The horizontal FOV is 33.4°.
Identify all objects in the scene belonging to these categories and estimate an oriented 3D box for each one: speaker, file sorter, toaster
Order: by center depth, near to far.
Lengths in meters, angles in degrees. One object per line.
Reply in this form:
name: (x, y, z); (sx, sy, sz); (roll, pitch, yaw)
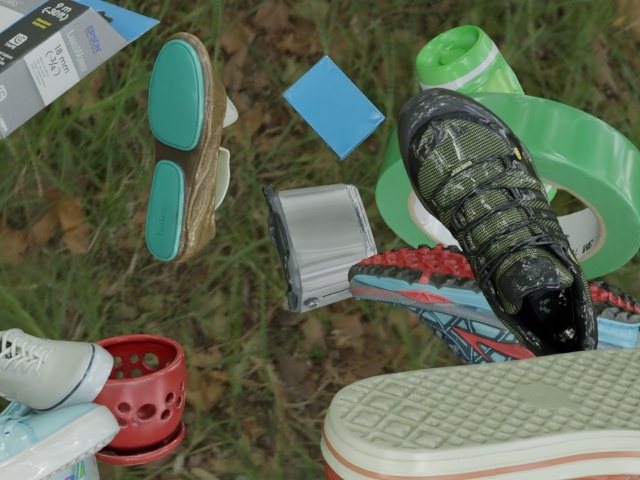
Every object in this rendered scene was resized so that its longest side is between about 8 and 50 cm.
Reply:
speaker: (0.255, -0.175, 1.617); (0.131, 0.131, 0.296); (-50, 124, -25)
toaster: (0.000, 0.000, 1.705); (0.147, 0.129, 0.226); (-10, 60, -11)
file sorter: (0.026, -0.259, 2.135); (0.118, 0.104, 0.170); (-43, 86, -3)

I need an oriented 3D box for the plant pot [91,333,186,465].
plant pot: (-0.315, 0.271, 1.790); (0.191, 0.191, 0.174); (-14, 110, -26)

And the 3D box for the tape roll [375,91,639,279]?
tape roll: (0.229, -0.054, 1.290); (0.321, 0.321, 0.077); (25, 64, -17)

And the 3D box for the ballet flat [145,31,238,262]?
ballet flat: (-0.174, -0.131, 1.501); (0.124, 0.116, 0.342); (-23, 127, -48)

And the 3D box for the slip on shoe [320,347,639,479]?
slip on shoe: (0.160, 0.128, 0.590); (0.332, 0.123, 0.101); (-1, 112, -14)

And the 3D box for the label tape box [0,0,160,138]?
label tape box: (-0.460, -0.325, 1.672); (0.241, 0.105, 0.333); (25, 57, 33)

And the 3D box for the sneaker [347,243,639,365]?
sneaker: (0.141, 0.083, 0.939); (0.104, 0.262, 0.125); (-28, 129, -63)

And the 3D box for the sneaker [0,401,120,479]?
sneaker: (-0.398, 0.215, 1.106); (0.366, 0.135, 0.150); (-20, 88, -3)

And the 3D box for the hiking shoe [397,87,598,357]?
hiking shoe: (0.133, -0.006, 0.728); (0.086, 0.114, 0.226); (-34, 103, 4)

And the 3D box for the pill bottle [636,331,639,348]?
pill bottle: (0.399, 0.301, 1.105); (0.224, 0.224, 0.392); (-33, 90, -27)

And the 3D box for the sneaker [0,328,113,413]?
sneaker: (-0.336, 0.149, 1.235); (0.091, 0.258, 0.094); (38, 60, -31)

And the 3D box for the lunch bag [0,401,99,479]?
lunch bag: (-0.372, 0.328, 1.419); (0.160, 0.223, 0.262); (0, 70, -2)
